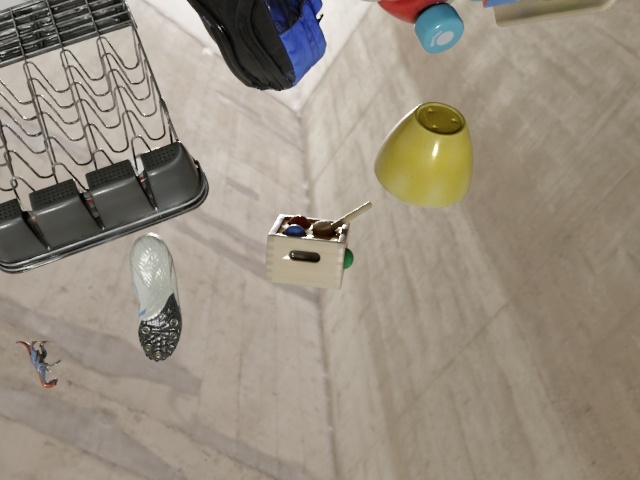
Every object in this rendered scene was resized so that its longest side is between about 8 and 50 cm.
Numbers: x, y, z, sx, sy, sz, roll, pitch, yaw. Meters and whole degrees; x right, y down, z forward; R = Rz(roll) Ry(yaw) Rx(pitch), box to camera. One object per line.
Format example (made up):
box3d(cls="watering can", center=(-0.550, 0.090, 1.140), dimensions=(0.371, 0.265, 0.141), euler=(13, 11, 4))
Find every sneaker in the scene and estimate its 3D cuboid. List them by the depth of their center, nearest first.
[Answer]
box3d(cls="sneaker", center=(-0.301, 0.103, 1.355), dimensions=(0.085, 0.237, 0.086), euler=(-5, -174, -8))

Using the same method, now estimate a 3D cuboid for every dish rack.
box3d(cls="dish rack", center=(-0.245, -0.124, 0.707), dimensions=(0.208, 0.074, 0.272), euler=(-20, -117, -9))

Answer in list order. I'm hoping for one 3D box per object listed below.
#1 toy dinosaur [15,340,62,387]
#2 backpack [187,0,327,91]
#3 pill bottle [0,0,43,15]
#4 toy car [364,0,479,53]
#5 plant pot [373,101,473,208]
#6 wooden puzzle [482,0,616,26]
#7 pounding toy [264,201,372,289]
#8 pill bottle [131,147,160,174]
box3d(cls="toy dinosaur", center=(-0.488, 0.217, 1.291), dimensions=(0.047, 0.090, 0.082), euler=(13, -105, -61))
box3d(cls="backpack", center=(-0.045, -0.204, 0.675), dimensions=(0.098, 0.101, 0.120), euler=(15, 142, 43))
box3d(cls="pill bottle", center=(-0.492, -0.502, 1.252), dimensions=(0.176, 0.319, 0.176), euler=(7, 173, 1))
box3d(cls="toy car", center=(0.110, -0.423, 1.082), dimensions=(0.237, 0.210, 0.219), euler=(-4, -119, -37))
box3d(cls="plant pot", center=(0.144, -0.122, 0.962), dimensions=(0.134, 0.095, 0.134), euler=(5, -131, -6))
box3d(cls="wooden puzzle", center=(0.325, -0.535, 1.286), dimensions=(0.348, 0.080, 0.322), euler=(57, 166, -22))
box3d(cls="pounding toy", center=(0.000, 0.000, 1.088), dimensions=(0.141, 0.100, 0.130), euler=(6, -162, 4))
box3d(cls="pill bottle", center=(-0.422, -0.189, 1.810), dimensions=(0.065, 0.065, 0.116), euler=(38, -158, 2))
